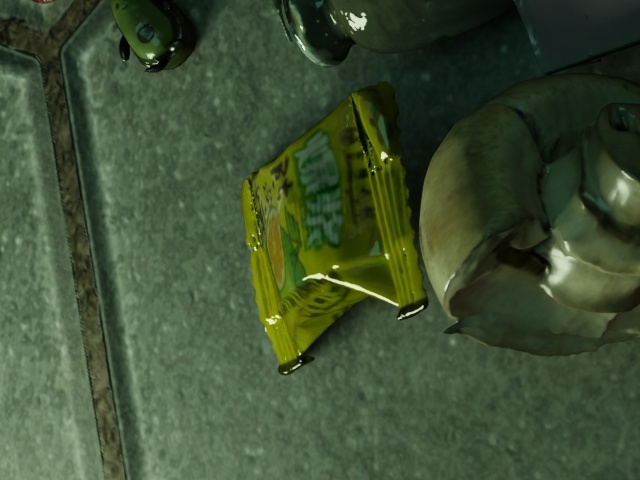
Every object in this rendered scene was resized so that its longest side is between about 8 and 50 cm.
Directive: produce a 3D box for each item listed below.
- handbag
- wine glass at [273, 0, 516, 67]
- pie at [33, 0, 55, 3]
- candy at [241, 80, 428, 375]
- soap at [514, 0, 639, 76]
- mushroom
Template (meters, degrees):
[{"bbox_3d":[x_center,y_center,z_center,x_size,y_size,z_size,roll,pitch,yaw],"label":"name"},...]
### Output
[{"bbox_3d":[-0.163,-0.203,1.447,0.072,0.047,0.111,-45,69,20],"label":"handbag"},{"bbox_3d":[0.074,-0.211,1.268,0.204,0.111,0.111,-15,80,29],"label":"wine glass"},{"bbox_3d":[-0.260,-0.307,1.515,0.154,0.036,0.154,-2,87,31],"label":"pie"},{"bbox_3d":[0.000,0.000,1.262,0.297,0.081,0.187,-34,66,60],"label":"candy"},{"bbox_3d":[0.237,-0.236,1.093,0.259,0.081,0.181,-18,93,53],"label":"soap"},{"bbox_3d":[0.193,-0.042,1.123,0.195,0.254,0.189,107,155,-51],"label":"mushroom"}]
